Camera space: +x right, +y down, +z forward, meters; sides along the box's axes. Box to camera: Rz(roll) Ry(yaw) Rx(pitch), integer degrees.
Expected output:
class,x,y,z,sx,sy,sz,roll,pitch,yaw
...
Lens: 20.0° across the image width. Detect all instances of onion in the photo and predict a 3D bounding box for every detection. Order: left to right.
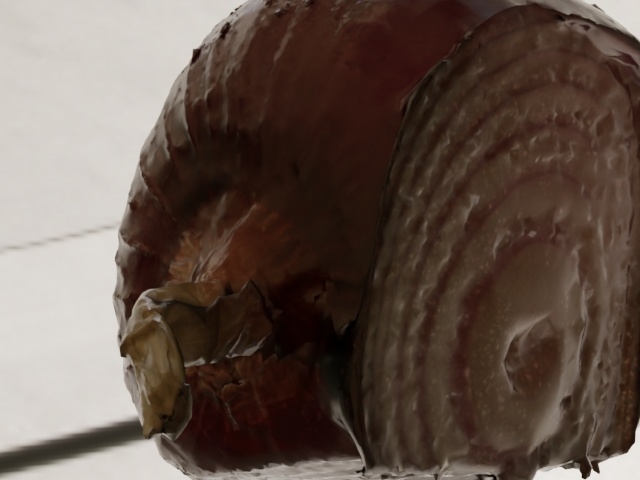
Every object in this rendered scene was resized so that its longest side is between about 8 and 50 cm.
class,x,y,z,sx,sy,sz,roll,pitch,yaw
onion,0.017,-0.003,0.801,0.230,0.272,0.256,14,-105,50
